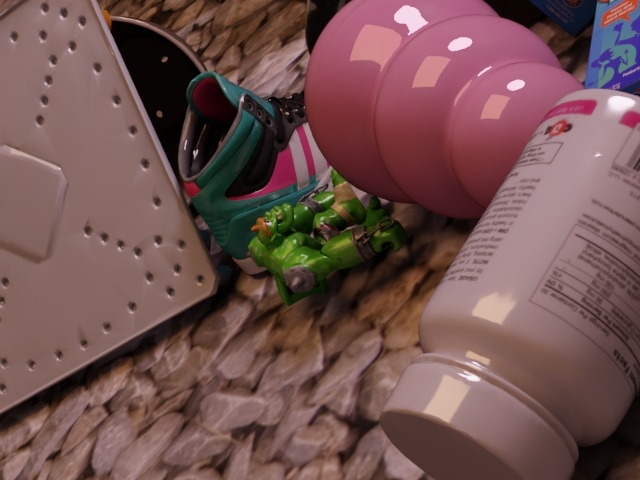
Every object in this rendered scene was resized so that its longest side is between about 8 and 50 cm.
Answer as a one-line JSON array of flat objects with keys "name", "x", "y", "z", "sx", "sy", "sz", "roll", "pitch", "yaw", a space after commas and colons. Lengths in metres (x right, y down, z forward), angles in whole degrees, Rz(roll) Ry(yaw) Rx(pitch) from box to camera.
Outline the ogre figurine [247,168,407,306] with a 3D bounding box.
[{"name": "ogre figurine", "x": 0.000, "y": 0.000, "z": 1.548, "sx": 0.118, "sy": 0.097, "sz": 0.197, "roll": -31, "pitch": 40, "yaw": -12}]

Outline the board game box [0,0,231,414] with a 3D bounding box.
[{"name": "board game box", "x": -0.320, "y": -0.043, "z": 1.813, "sx": 0.390, "sy": 0.390, "sz": 0.050, "roll": -29, "pitch": -9, "yaw": 29}]

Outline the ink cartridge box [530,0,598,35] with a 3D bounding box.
[{"name": "ink cartridge box", "x": 0.250, "y": -0.313, "z": 1.535, "sx": 0.191, "sy": 0.139, "sz": 0.082, "roll": -47, "pitch": 29, "yaw": 16}]

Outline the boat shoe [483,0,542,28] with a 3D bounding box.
[{"name": "boat shoe", "x": 0.149, "y": -0.230, "z": 1.666, "sx": 0.223, "sy": 0.080, "sz": 0.073, "roll": -40, "pitch": 31, "yaw": 21}]

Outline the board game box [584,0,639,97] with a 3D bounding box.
[{"name": "board game box", "x": 0.315, "y": -0.200, "z": 1.418, "sx": 0.160, "sy": 0.047, "sz": 0.210, "roll": -26, "pitch": 32, "yaw": 35}]

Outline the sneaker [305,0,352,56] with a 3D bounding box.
[{"name": "sneaker", "x": 0.066, "y": -0.384, "z": 1.784, "sx": 0.182, "sy": 0.158, "sz": 0.410, "roll": -117, "pitch": 38, "yaw": -65}]

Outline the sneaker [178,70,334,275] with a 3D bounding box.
[{"name": "sneaker", "x": -0.049, "y": -0.130, "z": 1.697, "sx": 0.124, "sy": 0.178, "sz": 0.295, "roll": -2, "pitch": 49, "yaw": 55}]

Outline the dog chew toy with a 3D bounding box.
[{"name": "dog chew toy", "x": 0.124, "y": -0.111, "z": 1.409, "sx": 0.206, "sy": 0.206, "sz": 0.332, "roll": -48, "pitch": 33, "yaw": -5}]

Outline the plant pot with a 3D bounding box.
[{"name": "plant pot", "x": -0.233, "y": -0.166, "z": 1.989, "sx": 0.256, "sy": 0.256, "sz": 0.274, "roll": -39, "pitch": 10, "yaw": 13}]

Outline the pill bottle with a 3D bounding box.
[{"name": "pill bottle", "x": 0.169, "y": 0.045, "z": 1.153, "sx": 0.160, "sy": 0.160, "sz": 0.283, "roll": 1, "pitch": 52, "yaw": 56}]
